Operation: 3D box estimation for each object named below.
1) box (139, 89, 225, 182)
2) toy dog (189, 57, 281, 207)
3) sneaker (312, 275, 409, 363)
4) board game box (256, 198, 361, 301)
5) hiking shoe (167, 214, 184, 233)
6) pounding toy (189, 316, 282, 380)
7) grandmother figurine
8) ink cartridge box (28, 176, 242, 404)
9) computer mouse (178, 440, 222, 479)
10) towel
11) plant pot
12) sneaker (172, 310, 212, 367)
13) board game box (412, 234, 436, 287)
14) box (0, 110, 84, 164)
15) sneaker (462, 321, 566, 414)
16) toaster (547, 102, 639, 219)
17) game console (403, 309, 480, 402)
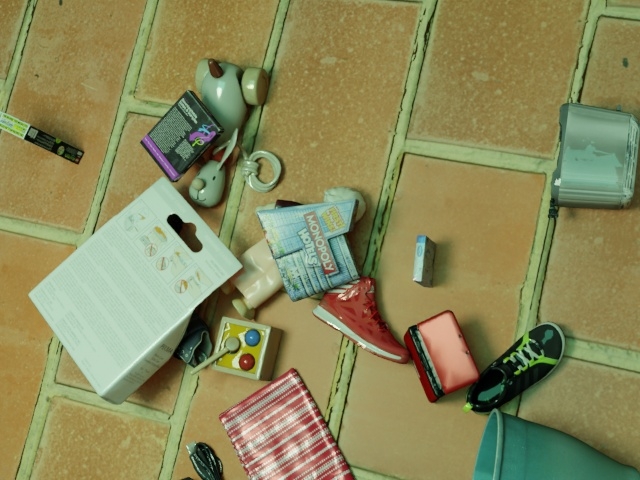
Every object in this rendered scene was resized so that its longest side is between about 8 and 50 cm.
[{"bbox_3d":[-0.288,-0.216,1.841,0.162,0.029,0.116,-43,78,21],"label":"box"},{"bbox_3d":[-0.221,-0.253,1.882,0.220,0.161,0.333,-12,76,16],"label":"toy dog"},{"bbox_3d":[0.099,0.144,1.741,0.221,0.087,0.128,29,91,20],"label":"sneaker"},{"bbox_3d":[0.000,0.000,1.729,0.194,0.060,0.194,-21,87,9],"label":"board game box"},{"bbox_3d":[-0.393,-0.015,1.932,0.114,0.086,0.227,40,94,17],"label":"hiking shoe"},{"bbox_3d":[-0.171,0.227,1.804,0.141,0.100,0.130,10,82,20],"label":"pounding toy"},{"bbox_3d":[-0.056,0.005,1.818,0.342,0.104,0.208,-37,98,5],"label":"grandmother figurine"},{"bbox_3d":[-0.376,0.098,1.837,0.385,0.091,0.308,-42,62,-4],"label":"ink cartridge box"},{"bbox_3d":[-0.309,0.551,1.801,0.272,0.072,0.188,-34,72,9],"label":"computer mouse"},{"bbox_3d":[-0.070,0.422,1.771,0.199,0.031,0.274,-33,71,9],"label":"towel"},{"bbox_3d":[0.396,0.448,1.499,0.255,0.271,0.271,12,83,6],"label":"plant pot"},{"bbox_3d":[-0.333,0.234,1.863,0.226,0.086,0.163,-44,67,4],"label":"sneaker"},{"bbox_3d":[0.203,0.042,1.722,0.020,0.090,0.090,2,79,21],"label":"board game box"},{"bbox_3d":[-0.638,-0.233,1.991,0.114,0.207,0.036,25,88,22],"label":"box"},{"bbox_3d":[0.359,0.243,1.628,0.234,0.097,0.084,-45,70,5],"label":"sneaker"},{"bbox_3d":[0.508,-0.144,1.640,0.146,0.129,0.227,7,80,17],"label":"toaster"},{"bbox_3d":[0.227,0.222,1.679,0.085,0.124,0.144,-18,73,-9],"label":"game console"}]
